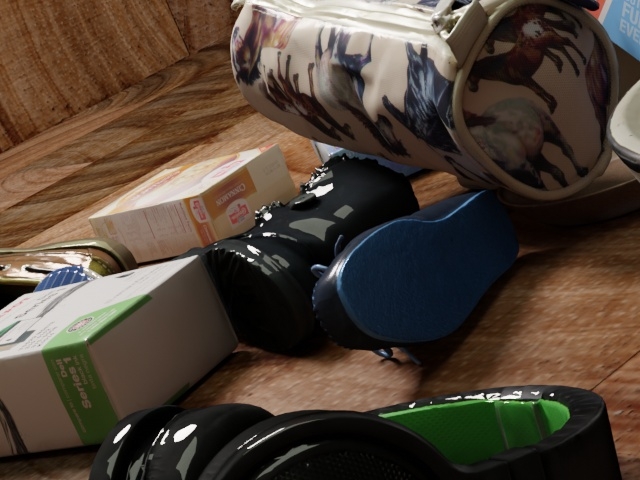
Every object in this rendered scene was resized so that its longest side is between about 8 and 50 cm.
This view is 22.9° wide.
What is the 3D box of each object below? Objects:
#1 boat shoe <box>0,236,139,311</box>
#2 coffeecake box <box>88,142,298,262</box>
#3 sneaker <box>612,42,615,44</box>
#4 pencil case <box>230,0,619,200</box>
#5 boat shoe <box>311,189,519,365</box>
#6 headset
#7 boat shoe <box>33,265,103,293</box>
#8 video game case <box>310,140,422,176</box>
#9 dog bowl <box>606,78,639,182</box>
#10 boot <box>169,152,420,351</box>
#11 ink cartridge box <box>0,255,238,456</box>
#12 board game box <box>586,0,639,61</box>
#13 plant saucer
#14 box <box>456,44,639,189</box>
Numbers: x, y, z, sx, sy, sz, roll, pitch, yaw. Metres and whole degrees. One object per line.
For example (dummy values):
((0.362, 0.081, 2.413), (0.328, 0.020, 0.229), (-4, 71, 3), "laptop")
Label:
((-0.338, 0.066, 1.603), (0.307, 0.110, 0.104), (-17, 14, 23), "boat shoe")
((-0.142, -0.038, 1.765), (0.185, 0.068, 0.142), (-10, 18, 41), "coffeecake box")
((0.310, -0.188, 1.373), (0.212, 0.094, 0.080), (29, 78, 22), "sneaker")
((0.071, -0.151, 1.339), (0.160, 0.183, 0.410), (-45, 30, -15), "pencil case")
((0.063, 0.035, 1.154), (0.089, 0.109, 0.258), (-23, -4, 33), "boat shoe")
((-0.026, 0.171, 0.762), (0.394, 0.185, 0.243), (-14, 3, -32), "headset")
((-0.194, 0.070, 1.443), (0.183, 0.066, 0.066), (8, 65, 42), "boat shoe")
((0.127, -0.141, 1.730), (0.270, 0.061, 0.244), (-24, 13, -1), "video game case")
((0.378, -0.067, 0.882), (0.408, 0.150, 0.408), (-22, 14, 6), "dog bowl")
((0.000, 0.000, 1.343), (0.207, 0.094, 0.246), (-30, 13, -20), "boot")
((-0.205, 0.100, 1.304), (0.219, 0.092, 0.160), (-12, 17, 36), "ink cartridge box")
((0.379, -0.222, 1.299), (0.317, 0.064, 0.242), (-23, 47, -25), "board game box")
((0.243, -0.058, 1.291), (0.199, 0.036, 0.198), (-21, 13, 5), "plant saucer")
((0.248, -0.147, 1.491), (0.275, 0.094, 0.113), (-29, 16, -25), "box")
